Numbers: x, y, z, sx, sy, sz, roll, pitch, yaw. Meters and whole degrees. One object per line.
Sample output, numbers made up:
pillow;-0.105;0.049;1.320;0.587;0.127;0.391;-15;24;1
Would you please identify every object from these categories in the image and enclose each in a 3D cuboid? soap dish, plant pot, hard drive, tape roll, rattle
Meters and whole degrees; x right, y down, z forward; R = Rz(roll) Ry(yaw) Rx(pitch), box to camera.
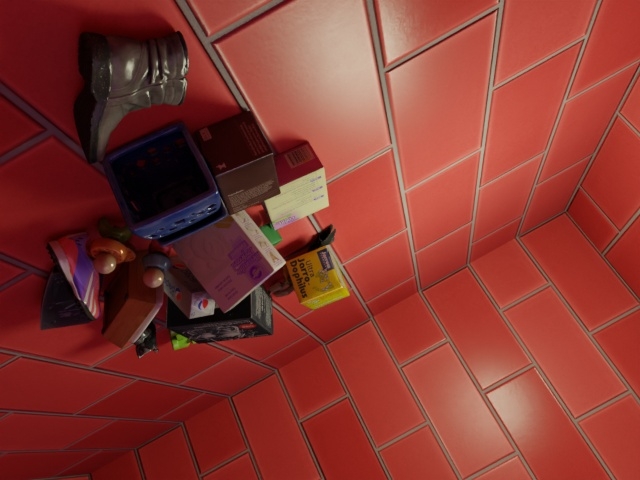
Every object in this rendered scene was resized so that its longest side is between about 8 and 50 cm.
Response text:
soap dish;-0.638;0.193;1.694;0.118;0.229;0.291;17;131;-35
plant pot;-0.392;-0.131;1.324;0.235;0.236;0.212;-27;162;-4
hard drive;-0.809;0.179;1.624;0.171;0.054;0.255;-4;133;-42
tape roll;-0.288;0.049;1.789;0.321;0.077;0.321;-32;180;0
rattle;-0.203;0.189;2.325;0.199;0.143;0.130;-1;-133;52

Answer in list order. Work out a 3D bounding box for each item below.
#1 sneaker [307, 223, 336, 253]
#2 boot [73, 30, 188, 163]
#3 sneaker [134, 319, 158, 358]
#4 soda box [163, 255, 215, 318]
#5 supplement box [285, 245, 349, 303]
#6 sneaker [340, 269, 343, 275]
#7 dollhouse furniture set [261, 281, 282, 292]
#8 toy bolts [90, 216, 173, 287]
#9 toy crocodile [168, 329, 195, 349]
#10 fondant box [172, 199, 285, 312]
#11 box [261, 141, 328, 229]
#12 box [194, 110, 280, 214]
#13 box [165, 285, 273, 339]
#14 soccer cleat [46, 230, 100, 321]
sneaker;0.001;0.002;2.177;0.170;0.051;0.089;-35;154;4
boot;-0.412;-0.303;1.115;0.222;0.118;0.338;-15;156;-37
sneaker;-0.739;0.381;2.004;0.101;0.153;0.268;-33;155;10
soda box;-0.461;0.152;1.699;0.091;0.286;0.098;-7;116;-40
supplement box;-0.005;0.175;2.230;0.195;0.194;0.356;-22;166;3
sneaker;0.017;0.186;2.500;0.234;0.078;0.106;-15;154;-23
dollhouse furniture set;-0.271;0.207;2.272;0.181;0.101;0.161;-28;180;-2
toy bolts;-0.563;0.065;1.498;0.228;0.159;0.218;12;146;-16
toy crocodile;-0.619;0.393;2.232;0.115;0.105;0.341;-17;148;-23
fondant box;-0.305;0.021;1.563;0.238;0.330;0.096;-40;179;22
box;-0.098;-0.175;1.661;0.213;0.117;0.243;-25;154;-7
box;-0.225;-0.211;1.401;0.166;0.169;0.203;-24;155;-10
box;-0.391;0.284;2.020;0.342;0.179;0.312;-8;157;8
soccer cleat;-0.708;0.115;1.518;0.116;0.108;0.319;-30;136;-29
